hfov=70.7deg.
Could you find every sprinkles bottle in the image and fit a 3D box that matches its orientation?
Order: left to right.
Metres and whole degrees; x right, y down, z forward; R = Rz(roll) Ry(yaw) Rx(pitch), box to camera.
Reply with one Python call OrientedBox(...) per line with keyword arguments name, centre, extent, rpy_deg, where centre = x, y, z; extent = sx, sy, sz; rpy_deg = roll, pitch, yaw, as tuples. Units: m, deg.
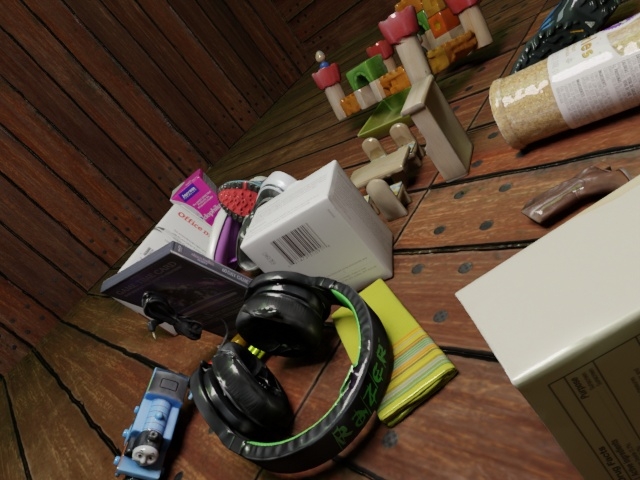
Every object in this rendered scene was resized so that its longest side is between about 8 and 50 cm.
OrientedBox(name="sprinkles bottle", centre=(0.423, -0.241, 0.614), extent=(0.355, 0.121, 0.121), rpy_deg=(-18, 32, 42))

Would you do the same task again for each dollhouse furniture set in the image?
OrientedBox(name="dollhouse furniture set", centre=(0.139, -0.170, 0.862), extent=(0.242, 0.161, 0.212), rpy_deg=(-20, 31, 38))

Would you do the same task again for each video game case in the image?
OrientedBox(name="video game case", centre=(-0.194, 0.099, 0.766), extent=(0.196, 0.274, 0.026), rpy_deg=(-25, 49, 32))

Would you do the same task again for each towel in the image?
OrientedBox(name="towel", centre=(0.084, 0.133, 0.599), extent=(0.102, 0.021, 0.237), rpy_deg=(-36, 23, 1))

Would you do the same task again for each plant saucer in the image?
OrientedBox(name="plant saucer", centre=(0.212, -0.341, 1.196), extent=(0.188, 0.045, 0.188), rpy_deg=(-12, 36, 47))

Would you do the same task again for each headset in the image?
OrientedBox(name="headset", centre=(-0.098, 0.141, 0.615), extent=(0.394, 0.185, 0.244), rpy_deg=(2, 53, 46))

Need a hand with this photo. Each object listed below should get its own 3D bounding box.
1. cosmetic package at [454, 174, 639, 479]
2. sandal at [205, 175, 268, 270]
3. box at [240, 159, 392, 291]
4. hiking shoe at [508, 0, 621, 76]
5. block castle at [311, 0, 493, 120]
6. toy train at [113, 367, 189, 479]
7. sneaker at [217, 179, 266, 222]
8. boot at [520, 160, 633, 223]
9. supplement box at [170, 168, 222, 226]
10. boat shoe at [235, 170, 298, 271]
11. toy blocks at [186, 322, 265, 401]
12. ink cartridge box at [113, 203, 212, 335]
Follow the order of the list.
OrientedBox(name="cosmetic package", centre=(0.277, 0.031, 0.314), extent=(0.309, 0.160, 0.113), rpy_deg=(-34, 23, 12))
OrientedBox(name="sandal", centre=(-0.185, -0.044, 1.180), extent=(0.102, 0.170, 0.416), rpy_deg=(5, 42, 13))
OrientedBox(name="box", centre=(0.000, 0.000, 0.750), extent=(0.180, 0.182, 0.119), rpy_deg=(-28, 28, 28))
OrientedBox(name="hiking shoe", centre=(0.442, -0.352, 0.839), extent=(0.304, 0.113, 0.132), rpy_deg=(-51, -5, -7))
OrientedBox(name="block castle", centre=(0.195, -0.511, 1.199), extent=(0.302, 0.213, 0.453), rpy_deg=(-32, 14, -20))
OrientedBox(name="toy train", centre=(-0.270, 0.300, 0.727), extent=(0.184, 0.080, 0.105), rpy_deg=(-95, 29, -62))
OrientedBox(name="sneaker", centre=(-0.119, -0.099, 1.108), extent=(0.261, 0.104, 0.125), rpy_deg=(7, 19, -3))
OrientedBox(name="boot", centre=(0.309, -0.048, 0.550), extent=(0.114, 0.037, 0.106), rpy_deg=(-29, 13, 17))
OrientedBox(name="supplement box", centre=(-0.324, -0.087, 1.336), extent=(0.111, 0.220, 0.114), rpy_deg=(-39, 23, 4))
OrientedBox(name="boat shoe", centre=(-0.104, -0.012, 0.921), extent=(0.119, 0.121, 0.335), rpy_deg=(-51, -5, -27))
OrientedBox(name="toy blocks", centre=(-0.158, 0.220, 0.762), extent=(0.148, 0.054, 0.123), rpy_deg=(-50, 27, -18))
OrientedBox(name="ink cartridge box", centre=(-0.365, 0.066, 1.139), extent=(0.114, 0.197, 0.273), rpy_deg=(-40, 19, 39))
